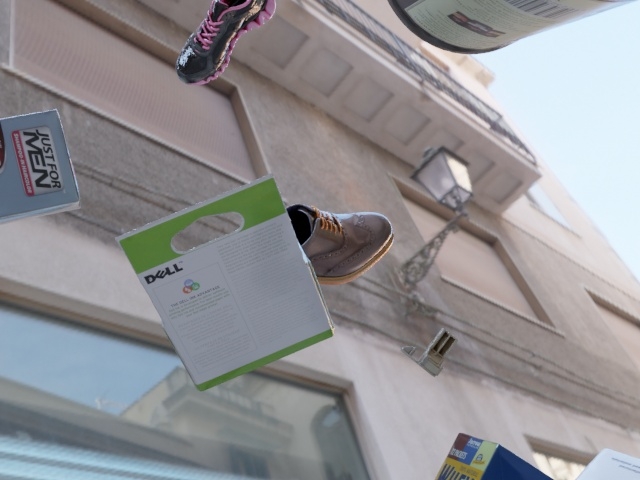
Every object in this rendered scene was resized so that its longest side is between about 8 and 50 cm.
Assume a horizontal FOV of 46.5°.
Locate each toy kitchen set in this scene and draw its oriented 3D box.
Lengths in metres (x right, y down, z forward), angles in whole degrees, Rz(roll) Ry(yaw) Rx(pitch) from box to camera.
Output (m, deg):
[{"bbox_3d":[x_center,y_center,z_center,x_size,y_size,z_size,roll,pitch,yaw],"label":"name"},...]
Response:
[{"bbox_3d":[0.181,0.172,1.222,0.075,0.068,0.083,-52,-7,-5],"label":"toy kitchen set"}]

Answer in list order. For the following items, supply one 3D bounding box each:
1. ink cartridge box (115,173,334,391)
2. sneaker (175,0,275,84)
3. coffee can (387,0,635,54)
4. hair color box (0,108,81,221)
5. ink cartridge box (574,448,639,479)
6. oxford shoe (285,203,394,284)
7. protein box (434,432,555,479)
[{"bbox_3d":[-0.110,0.036,0.892,0.188,0.097,0.255,-22,-53,-5],"label":"ink cartridge box"},{"bbox_3d":[-0.093,-0.196,0.678,0.119,0.047,0.057,-50,-15,-2],"label":"sneaker"},{"bbox_3d":[0.179,-0.276,0.623,0.201,0.275,0.202,-1,-83,-12],"label":"coffee can"},{"bbox_3d":[-0.486,-0.055,0.883,0.374,0.185,0.114,-14,-86,-17],"label":"hair color box"},{"bbox_3d":[0.313,0.417,0.839,0.289,0.121,0.211,-34,-69,-27],"label":"ink cartridge box"},{"bbox_3d":[0.000,0.000,1.331,0.363,0.130,0.133,-17,-34,-34],"label":"oxford shoe"},{"bbox_3d":[0.268,0.430,1.108,0.201,0.136,0.200,34,-104,-7],"label":"protein box"}]
